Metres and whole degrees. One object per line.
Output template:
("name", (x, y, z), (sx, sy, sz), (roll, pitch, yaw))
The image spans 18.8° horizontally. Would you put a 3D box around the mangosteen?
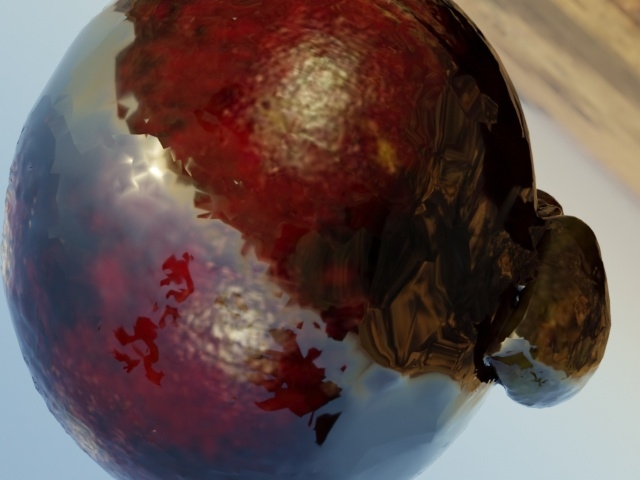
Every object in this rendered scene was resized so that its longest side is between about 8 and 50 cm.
("mangosteen", (0.000, 0.000, 0.475), (0.152, 0.152, 0.152), (42, -173, -6))
